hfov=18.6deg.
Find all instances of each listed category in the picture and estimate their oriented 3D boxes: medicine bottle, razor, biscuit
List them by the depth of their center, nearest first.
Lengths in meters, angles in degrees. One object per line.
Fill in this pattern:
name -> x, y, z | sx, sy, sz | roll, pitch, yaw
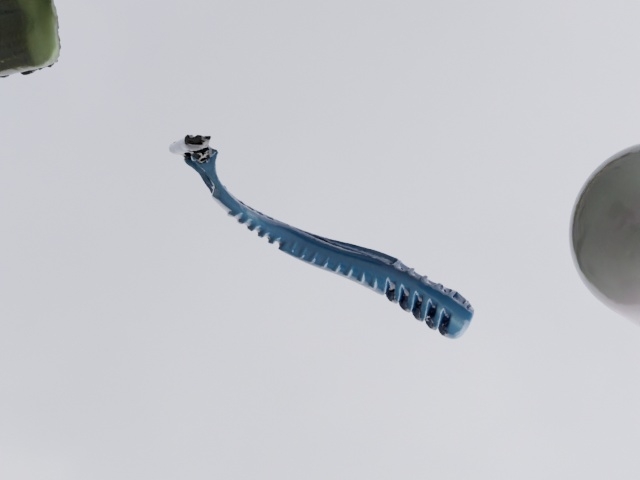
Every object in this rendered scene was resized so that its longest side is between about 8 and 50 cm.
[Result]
medicine bottle -> 0.298, 0.029, 1.395 | 0.130, 0.341, 0.130 | -16, -116, 35
razor -> 0.000, 0.000, 1.407 | 0.042, 0.253, 0.082 | -62, -168, -7
biscuit -> -0.323, -0.182, 1.711 | 0.322, 0.038, 0.099 | 1, -73, 52
